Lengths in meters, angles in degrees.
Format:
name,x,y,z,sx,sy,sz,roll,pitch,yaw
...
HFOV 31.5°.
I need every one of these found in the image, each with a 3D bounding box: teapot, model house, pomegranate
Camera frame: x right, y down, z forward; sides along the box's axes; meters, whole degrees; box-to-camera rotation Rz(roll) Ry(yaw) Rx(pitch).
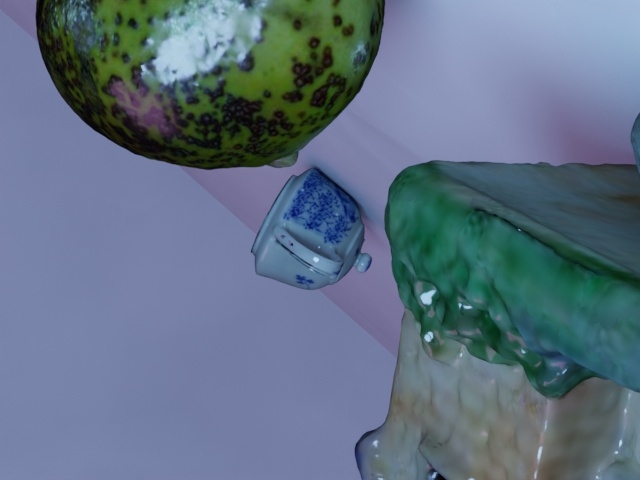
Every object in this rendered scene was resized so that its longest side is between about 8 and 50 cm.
name,x,y,z,sx,sy,sz,roll,pitch,yaw
teapot,0.000,0.000,1.469,0.159,0.159,0.232,41,-167,0
model house,0.176,0.134,0.566,0.245,0.280,0.312,-1,-160,-31
pomegranate,-0.071,-0.180,0.709,0.222,0.277,0.204,-9,177,27

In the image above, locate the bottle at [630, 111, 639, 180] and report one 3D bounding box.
name,x,y,z,sx,sy,sz,roll,pitch,yaw
bottle,0.208,-0.038,0.421,0.083,0.083,0.269,42,173,-10
